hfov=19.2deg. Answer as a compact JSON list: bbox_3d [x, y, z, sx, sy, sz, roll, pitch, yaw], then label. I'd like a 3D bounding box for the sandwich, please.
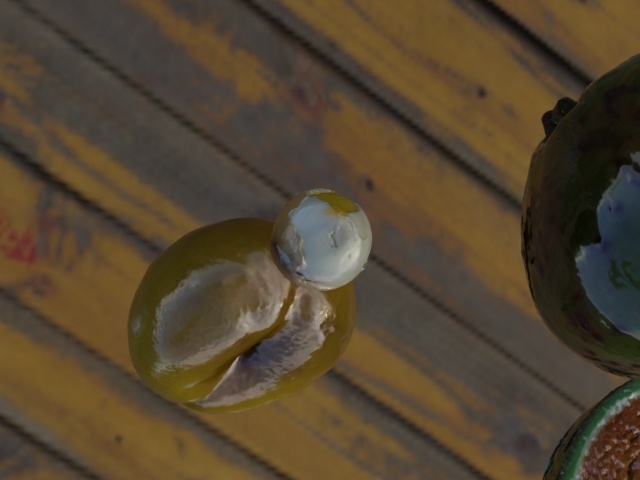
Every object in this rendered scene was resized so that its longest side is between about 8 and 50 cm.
[{"bbox_3d":[0.313,0.242,1.977,0.159,0.235,0.079,25,145,-7],"label":"sandwich"}]

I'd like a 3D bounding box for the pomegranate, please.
[{"bbox_3d":[0.226,-0.001,1.037,0.248,0.202,0.202,33,117,2],"label":"pomegranate"}]

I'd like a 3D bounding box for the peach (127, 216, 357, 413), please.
[{"bbox_3d":[-0.086,0.084,1.995,0.251,0.153,0.251,-15,137,-14],"label":"peach"}]

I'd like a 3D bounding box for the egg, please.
[{"bbox_3d":[0.000,0.000,1.315,0.071,0.083,0.071,0,92,-5],"label":"egg"}]
